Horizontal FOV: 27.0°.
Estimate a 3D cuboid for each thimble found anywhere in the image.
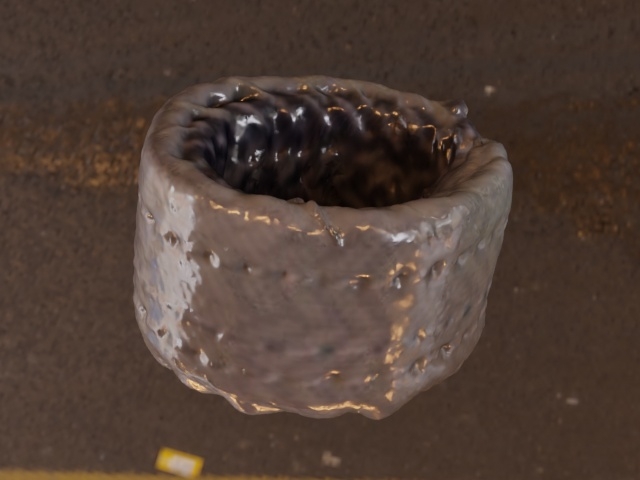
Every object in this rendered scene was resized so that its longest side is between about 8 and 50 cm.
[{"bbox_3d":[0.000,0.000,0.860,0.245,0.217,0.157,-12,127,-31],"label":"thimble"}]
